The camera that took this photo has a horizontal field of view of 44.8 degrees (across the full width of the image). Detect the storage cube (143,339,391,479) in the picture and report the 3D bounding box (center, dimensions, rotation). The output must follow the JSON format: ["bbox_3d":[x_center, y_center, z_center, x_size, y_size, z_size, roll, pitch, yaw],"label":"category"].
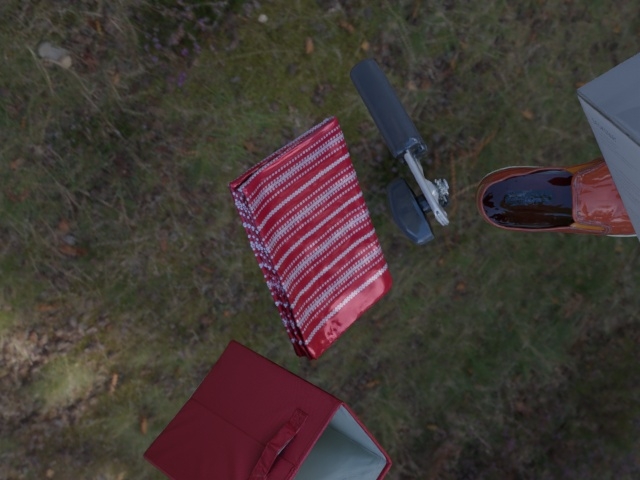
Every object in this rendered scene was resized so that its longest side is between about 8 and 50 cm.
[{"bbox_3d":[-0.060,0.272,0.959,0.184,0.193,0.215,-53,141,-19],"label":"storage cube"}]

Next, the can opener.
[{"bbox_3d":[0.109,-0.133,1.119,0.093,0.280,0.074,-26,162,14],"label":"can opener"}]

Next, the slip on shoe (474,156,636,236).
[{"bbox_3d":[0.369,-0.059,1.053,0.101,0.331,0.123,-24,111,-64],"label":"slip on shoe"}]

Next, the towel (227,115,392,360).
[{"bbox_3d":[0.000,0.000,1.032,0.199,0.031,0.275,-38,121,-33],"label":"towel"}]

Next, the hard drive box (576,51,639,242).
[{"bbox_3d":[0.320,-0.023,0.632,0.089,0.181,0.232,-31,121,9],"label":"hard drive box"}]
